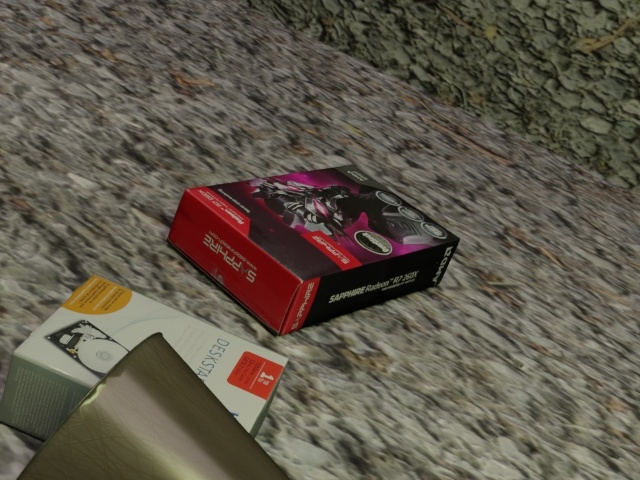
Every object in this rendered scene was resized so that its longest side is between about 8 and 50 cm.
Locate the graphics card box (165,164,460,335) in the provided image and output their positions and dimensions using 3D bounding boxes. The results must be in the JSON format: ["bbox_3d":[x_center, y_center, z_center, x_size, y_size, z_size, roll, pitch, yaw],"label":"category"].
[{"bbox_3d":[0.000,0.000,1.456,0.233,0.094,0.371,37,29,30],"label":"graphics card box"}]

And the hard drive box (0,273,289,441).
[{"bbox_3d":[-0.172,0.148,1.044,0.232,0.089,0.181,23,26,3],"label":"hard drive box"}]

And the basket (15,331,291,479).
[{"bbox_3d":[-0.110,0.221,0.852,0.227,0.154,0.204,37,64,5],"label":"basket"}]
